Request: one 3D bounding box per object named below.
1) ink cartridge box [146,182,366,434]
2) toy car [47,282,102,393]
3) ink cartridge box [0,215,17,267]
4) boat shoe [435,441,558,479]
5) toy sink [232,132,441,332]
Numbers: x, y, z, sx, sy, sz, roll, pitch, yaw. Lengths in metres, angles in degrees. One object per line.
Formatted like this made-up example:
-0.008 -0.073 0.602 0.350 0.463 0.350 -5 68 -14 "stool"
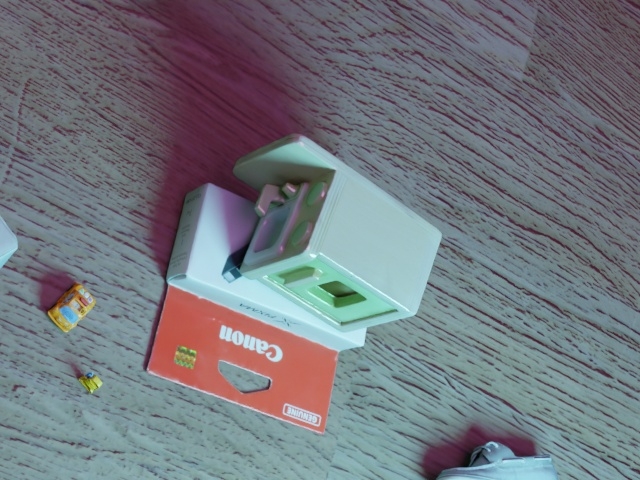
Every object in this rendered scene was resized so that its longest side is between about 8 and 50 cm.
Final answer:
-0.066 0.089 1.636 0.275 0.060 0.239 24 64 -29 "ink cartridge box"
-0.263 0.108 1.498 0.060 0.040 0.122 -29 96 -37 "toy car"
-0.440 0.009 1.338 0.208 0.087 0.153 -35 87 -42 "ink cartridge box"
0.239 0.318 1.794 0.227 0.079 0.081 11 63 -39 "boat shoe"
0.000 0.000 1.574 0.234 0.153 0.131 34 61 -25 "toy sink"
